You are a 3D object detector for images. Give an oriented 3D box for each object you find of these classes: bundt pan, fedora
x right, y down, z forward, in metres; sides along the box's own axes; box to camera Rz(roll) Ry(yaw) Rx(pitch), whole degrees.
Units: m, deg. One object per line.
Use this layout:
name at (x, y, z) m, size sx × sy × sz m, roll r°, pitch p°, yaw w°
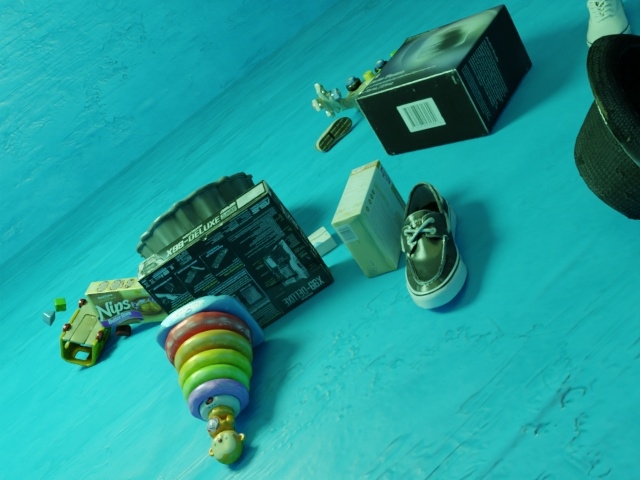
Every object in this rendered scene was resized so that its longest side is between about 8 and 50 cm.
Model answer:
bundt pan at (-0.264, -0.015, 1.632) m, size 0.331 × 0.124 × 0.331 m, roll -36°, pitch -9°, yaw -6°
fedora at (0.470, -0.144, 0.993) m, size 0.152 × 0.334 × 0.334 m, roll -54°, pitch 6°, yaw 47°

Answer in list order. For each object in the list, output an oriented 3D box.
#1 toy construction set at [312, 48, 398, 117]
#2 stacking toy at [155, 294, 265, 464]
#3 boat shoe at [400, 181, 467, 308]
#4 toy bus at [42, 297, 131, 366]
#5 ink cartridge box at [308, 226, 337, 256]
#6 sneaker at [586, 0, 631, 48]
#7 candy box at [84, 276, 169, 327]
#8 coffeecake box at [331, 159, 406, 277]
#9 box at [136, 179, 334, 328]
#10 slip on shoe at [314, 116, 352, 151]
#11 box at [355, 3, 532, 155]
toy construction set at (0.142, -0.428, 1.954) m, size 0.328 × 0.151 × 0.215 m, roll -13°, pitch 33°, yaw 19°
stacking toy at (-0.182, 0.258, 1.200) m, size 0.175 × 0.165 × 0.302 m, roll -28°, pitch 41°, yaw 8°
boat shoe at (0.189, -0.004, 1.209) m, size 0.108 × 0.102 × 0.301 m, roll -22°, pitch 28°, yaw 25°
toy bus at (-0.588, 0.228, 1.759) m, size 0.202 × 0.104 × 0.191 m, roll -16°, pitch 45°, yaw -36°
ink cartridge box at (0.000, 0.000, 1.516) m, size 0.048 × 0.028 × 0.083 m, roll -36°, pitch 25°, yaw 0°
sneaker at (0.628, -0.499, 1.526) m, size 0.094 × 0.091 × 0.258 m, roll -20°, pitch 30°, yaw 30°
candy box at (-0.463, 0.148, 1.671) m, size 0.187 × 0.109 × 0.053 m, roll -7°, pitch 33°, yaw 10°
coffeecake box at (0.103, -0.044, 1.334) m, size 0.068 × 0.142 × 0.185 m, roll -19°, pitch 30°, yaw 30°
box at (-0.165, 0.065, 1.362) m, size 0.307 × 0.242 × 0.076 m, roll -35°, pitch 26°, yaw 4°
slip on shoe at (0.035, -0.304, 1.972) m, size 0.135 × 0.051 × 0.041 m, roll -49°, pitch 17°, yaw -14°
box at (0.292, -0.379, 1.631) m, size 0.296 × 0.182 × 0.294 m, roll -6°, pitch 37°, yaw 45°
